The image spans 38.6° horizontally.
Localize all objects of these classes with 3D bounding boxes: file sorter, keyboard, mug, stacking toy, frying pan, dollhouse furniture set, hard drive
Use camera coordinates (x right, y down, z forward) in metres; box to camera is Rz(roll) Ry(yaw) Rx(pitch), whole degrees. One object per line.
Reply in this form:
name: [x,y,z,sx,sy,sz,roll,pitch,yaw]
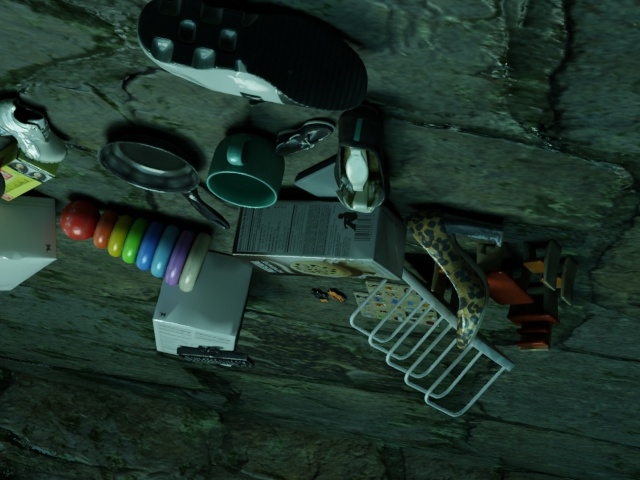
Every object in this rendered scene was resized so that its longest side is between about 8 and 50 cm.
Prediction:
file sorter: [0.228,0.213,1.924,0.278,0.173,0.193,45,-173,39]
keyboard: [-0.256,0.281,2.199,0.180,0.023,0.108,3,155,14]
mug: [-0.122,-0.134,1.604,0.130,0.097,0.158,23,154,-20]
stacking toy: [-0.417,-0.003,2.025,0.330,0.141,0.141,20,156,-5]
frying pan: [-0.270,-0.123,1.764,0.326,0.053,0.197,23,155,-27]
dollhouse furniture set: [0.391,0.117,1.857,0.262,0.135,0.259,-7,149,38]
hard drive: [0.028,-0.111,1.673,0.094,0.022,0.135,26,153,-28]

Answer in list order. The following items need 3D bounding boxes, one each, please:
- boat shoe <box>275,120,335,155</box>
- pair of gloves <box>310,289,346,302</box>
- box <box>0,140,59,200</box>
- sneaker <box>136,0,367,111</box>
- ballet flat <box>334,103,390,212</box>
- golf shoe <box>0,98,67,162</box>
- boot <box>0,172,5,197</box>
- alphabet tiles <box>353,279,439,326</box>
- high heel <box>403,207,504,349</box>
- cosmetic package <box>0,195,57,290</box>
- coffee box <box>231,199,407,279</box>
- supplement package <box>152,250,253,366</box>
boat shoe: [-0.028,-0.172,1.544,0.125,0.038,0.046,-8,149,39]
pair of gloves: [0.020,0.136,2.247,0.083,0.010,0.074,1,155,31]
box: [-0.625,-0.147,1.881,0.087,0.058,0.232,29,152,-34]
sneaker: [-0.096,-0.261,1.314,0.331,0.122,0.146,16,174,-10]
ballet flat: [0.063,-0.109,1.531,0.095,0.096,0.280,3,149,11]
golf shoe: [-0.532,-0.204,1.702,0.086,0.069,0.176,-14,147,35]
boot: [-0.762,-0.126,1.809,0.306,0.112,0.115,5,-174,3]
alphabet tiles: [0.181,0.152,2.203,0.198,0.009,0.237,7,155,14]
high heel: [0.231,0.071,1.736,0.186,0.261,0.093,12,-166,6]
cosmetic package: [-0.766,0.013,2.133,0.197,0.155,0.366,5,163,-35]
coffee box: [0.000,0.000,1.786,0.297,0.118,0.168,2,165,25]
supplement package: [-0.284,0.163,2.224,0.198,0.199,0.262,13,156,-2]
